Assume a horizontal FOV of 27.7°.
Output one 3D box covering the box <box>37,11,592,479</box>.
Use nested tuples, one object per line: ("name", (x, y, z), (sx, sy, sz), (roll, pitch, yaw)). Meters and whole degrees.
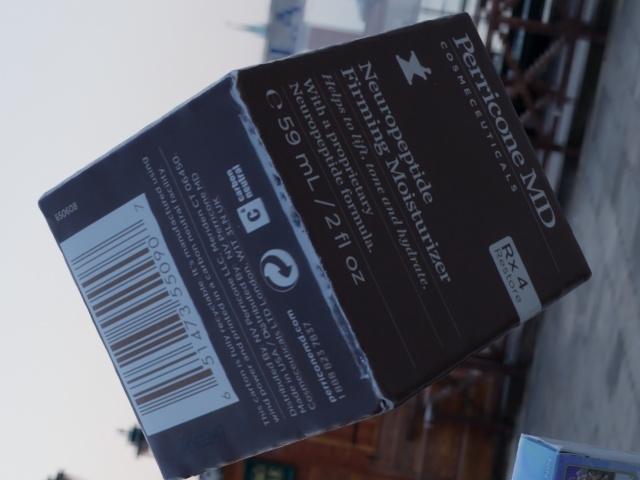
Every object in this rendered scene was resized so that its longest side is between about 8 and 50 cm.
("box", (0.000, 0.000, 0.683), (0.203, 0.167, 0.168), (-24, -92, -48))

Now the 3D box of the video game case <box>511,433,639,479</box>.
("video game case", (0.228, 0.284, 0.898), (0.061, 0.244, 0.269), (-168, 90, -69))
